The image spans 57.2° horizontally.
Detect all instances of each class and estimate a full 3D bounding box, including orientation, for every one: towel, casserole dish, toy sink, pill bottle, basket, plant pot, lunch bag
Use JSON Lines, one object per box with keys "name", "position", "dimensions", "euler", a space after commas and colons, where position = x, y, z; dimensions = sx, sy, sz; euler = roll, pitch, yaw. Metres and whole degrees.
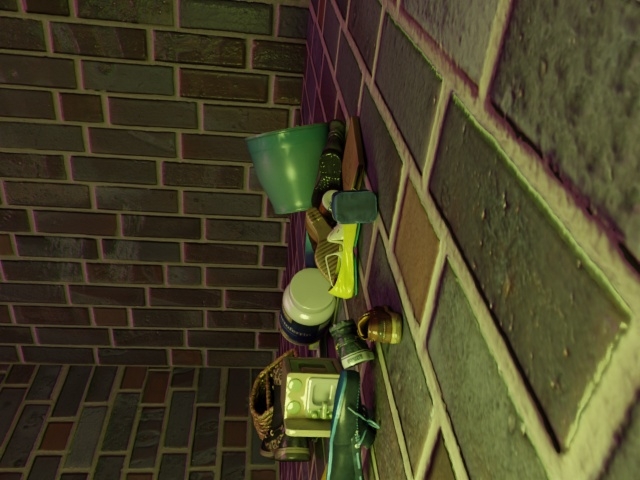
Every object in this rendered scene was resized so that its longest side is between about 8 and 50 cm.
{"name": "towel", "position": [-0.013, 0.474, 1.867], "dimensions": [0.325, 0.038, 0.248], "euler": [102, 169, -52]}
{"name": "casserole dish", "position": [0.000, 0.000, 1.756], "dimensions": [0.114, 0.037, 0.188], "euler": [-31, -49, -52]}
{"name": "toy sink", "position": [-0.017, 0.380, 1.472], "dimensions": [0.234, 0.153, 0.131], "euler": [-133, 47, -81]}
{"name": "pill bottle", "position": [-0.038, 0.192, 1.695], "dimensions": [0.264, 0.153, 0.153], "euler": [104, 166, -59]}
{"name": "basket", "position": [-0.160, 0.563, 2.166], "dimensions": [0.299, 0.214, 0.223], "euler": [-105, 7, -69]}
{"name": "pill bottle", "position": [0.030, -0.087, 1.615], "dimensions": [0.116, 0.065, 0.065], "euler": [108, 163, -67]}
{"name": "plant pot", "position": [-0.082, -0.223, 1.862], "dimensions": [0.271, 0.272, 0.255], "euler": [-131, 30, -80]}
{"name": "lunch bag", "position": [0.064, -0.069, 1.199], "dimensions": [0.065, 0.098, 0.067], "euler": [-117, 25, -81]}

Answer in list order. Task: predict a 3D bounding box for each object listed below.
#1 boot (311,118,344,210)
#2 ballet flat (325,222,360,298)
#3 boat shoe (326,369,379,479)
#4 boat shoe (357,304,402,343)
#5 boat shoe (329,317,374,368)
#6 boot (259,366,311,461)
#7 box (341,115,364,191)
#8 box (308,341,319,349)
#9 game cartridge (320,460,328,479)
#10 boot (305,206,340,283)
{"name": "boot", "position": [0.035, -0.208, 1.664], "dimensions": [0.246, 0.083, 0.161], "euler": [101, -179, -49]}
{"name": "ballet flat", "position": [0.051, 0.020, 1.354], "dimensions": [0.077, 0.077, 0.231], "euler": [-133, 46, -84]}
{"name": "boat shoe", "position": [0.064, 0.363, 1.121], "dimensions": [0.109, 0.089, 0.258], "euler": [-79, -5, -68]}
{"name": "boat shoe", "position": [0.094, 0.146, 1.033], "dimensions": [0.178, 0.060, 0.064], "euler": [154, 118, -82]}
{"name": "boat shoe", "position": [0.060, 0.195, 1.117], "dimensions": [0.183, 0.065, 0.083], "euler": [72, 178, -76]}
{"name": "boot", "position": [-0.111, 0.561, 1.902], "dimensions": [0.377, 0.138, 0.284], "euler": [127, 145, -70]}
{"name": "box", "position": [0.077, -0.180, 1.425], "dimensions": [0.201, 0.021, 0.164], "euler": [-91, 8, -46]}
{"name": "box", "position": [-0.016, 0.258, 1.939], "dimensions": [0.109, 0.042, 0.178], "euler": [103, 167, -53]}
{"name": "game cartridge", "position": [0.000, 0.623, 1.260], "dimensions": [0.323, 0.053, 0.285], "euler": [-59, -19, -52]}
{"name": "boot", "position": [0.032, 0.045, 1.569], "dimensions": [0.207, 0.090, 0.248], "euler": [68, 180, -60]}
